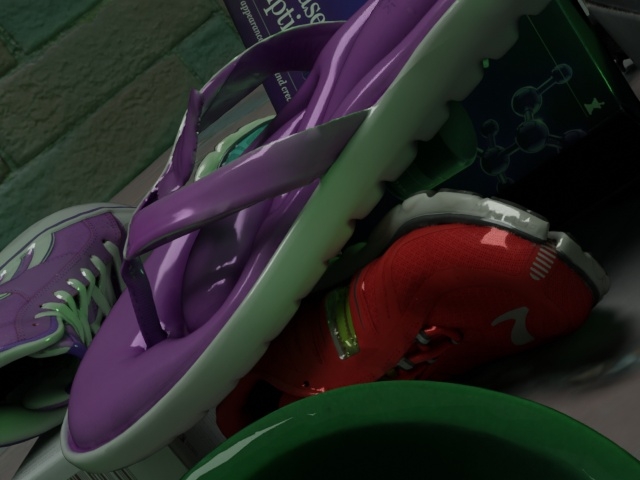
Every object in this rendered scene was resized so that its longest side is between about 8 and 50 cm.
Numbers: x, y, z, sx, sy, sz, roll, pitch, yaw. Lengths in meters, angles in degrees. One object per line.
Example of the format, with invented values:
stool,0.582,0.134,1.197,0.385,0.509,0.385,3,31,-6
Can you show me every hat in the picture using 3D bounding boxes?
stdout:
hat,0.027,0.164,0.478,0.209,0.183,0.173,20,55,26

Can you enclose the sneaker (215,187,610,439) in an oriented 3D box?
sneaker,0.038,0.062,0.736,0.279,0.107,0.118,-27,34,54

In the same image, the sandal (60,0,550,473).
sandal,-0.025,-0.061,0.760,0.416,0.102,0.169,-50,21,7

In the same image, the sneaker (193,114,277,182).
sneaker,-0.075,-0.026,1.434,0.110,0.107,0.275,-1,38,39

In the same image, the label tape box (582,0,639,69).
label tape box,0.255,-0.121,0.543,0.241,0.106,0.334,-40,22,-2

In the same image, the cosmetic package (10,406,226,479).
cosmetic package,-0.115,0.121,0.937,0.117,0.085,0.231,-35,9,15

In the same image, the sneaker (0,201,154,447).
sneaker,-0.172,0.062,0.960,0.161,0.102,0.282,7,30,41

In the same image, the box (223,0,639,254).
box,0.064,-0.118,0.876,0.184,0.261,0.103,-33,-26,16

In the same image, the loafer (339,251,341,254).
loafer,0.000,0.000,1.167,0.125,0.039,0.045,-44,13,-28

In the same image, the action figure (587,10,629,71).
action figure,0.109,-0.103,0.998,0.164,0.141,0.276,-21,17,49
